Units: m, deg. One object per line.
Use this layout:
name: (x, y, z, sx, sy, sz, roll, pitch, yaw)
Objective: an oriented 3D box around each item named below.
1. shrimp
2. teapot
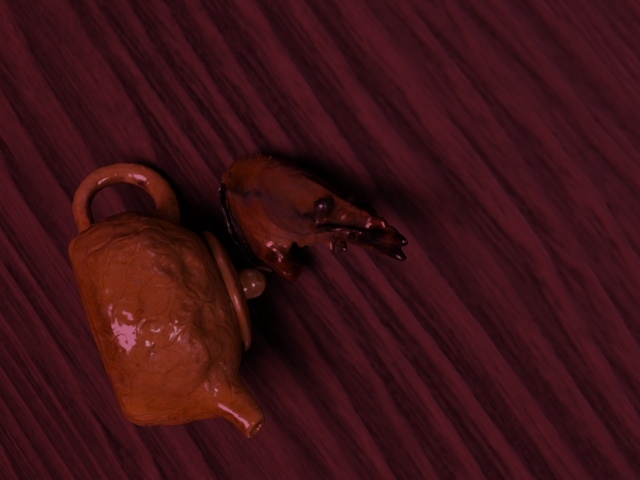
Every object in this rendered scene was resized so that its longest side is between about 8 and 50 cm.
shrimp: (0.004, -0.008, 1.108, 0.262, 0.066, 0.117, 26, 141, 48)
teapot: (-0.134, 0.052, 1.202, 0.203, 0.167, 0.311, 91, 156, -60)
